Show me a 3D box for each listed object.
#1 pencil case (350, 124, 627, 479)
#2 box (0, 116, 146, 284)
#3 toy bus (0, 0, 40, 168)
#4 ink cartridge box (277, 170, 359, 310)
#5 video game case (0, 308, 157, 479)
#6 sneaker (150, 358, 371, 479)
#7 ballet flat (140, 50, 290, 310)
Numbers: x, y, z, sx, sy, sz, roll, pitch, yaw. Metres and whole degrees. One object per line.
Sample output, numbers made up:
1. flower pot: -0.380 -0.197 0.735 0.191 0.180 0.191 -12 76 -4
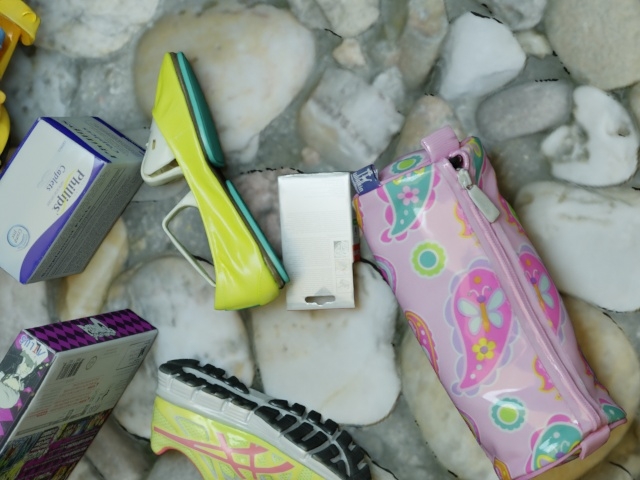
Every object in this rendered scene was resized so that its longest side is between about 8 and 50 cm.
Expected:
1. pencil case: 0.133 0.052 1.571 0.124 0.124 0.284 -27 88 13
2. box: -0.217 -0.036 1.638 0.072 0.137 0.126 36 100 9
3. toy bus: -0.300 -0.171 1.609 0.149 0.220 0.211 34 95 -32
4. ink cartridge box: 0.000 0.000 1.646 0.063 0.029 0.115 -2 94 13
5. video game case: -0.238 0.158 1.608 0.042 0.232 0.210 35 101 11
6. sneaker: -0.054 0.181 1.651 0.208 0.081 0.094 26 106 17
7. ballet flat: -0.105 -0.046 1.631 0.077 0.077 0.231 -26 81 3
